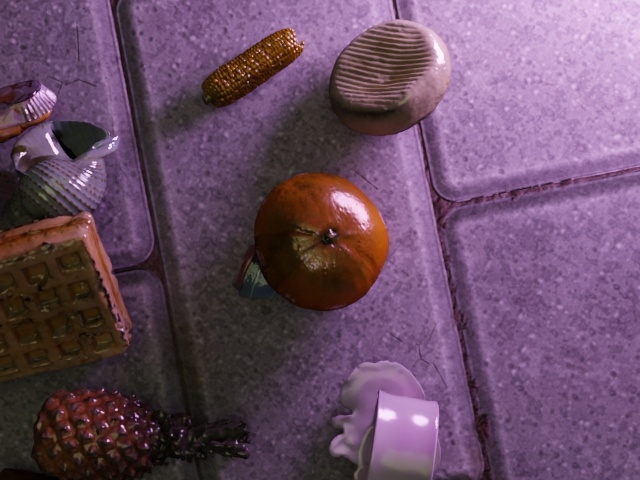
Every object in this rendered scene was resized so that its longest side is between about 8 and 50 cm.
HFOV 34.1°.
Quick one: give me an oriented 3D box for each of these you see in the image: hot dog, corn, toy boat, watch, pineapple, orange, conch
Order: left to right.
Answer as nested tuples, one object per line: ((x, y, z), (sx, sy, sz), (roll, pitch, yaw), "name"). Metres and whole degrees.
((-0.584, -0.212, 1.821), (0.252, 0.131, 0.069), (-20, 129, -3), "hot dog")
((-0.439, -0.109, 1.804), (0.200, 0.131, 0.172), (-31, 54, -34), "conch")
((-0.296, 0.337, 1.763), (0.361, 0.175, 0.175), (4, 87, 1), "pineapple")
((-0.122, -0.304, 1.842), (0.207, 0.068, 0.068), (-34, 87, 0), "corn")
((-0.088, 0.071, 1.839), (0.122, 0.034, 0.096), (25, 93, 0), "toy boat")
((0.000, 0.000, 1.767), (0.240, 0.171, 0.240), (1, 80, -6), "orange")
((0.110, 0.330, 1.727), (0.196, 0.231, 0.244), (9, 90, 3), "watch")

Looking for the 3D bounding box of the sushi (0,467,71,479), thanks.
((-0.465, 0.473, 1.763), (0.287, 0.149, 0.140), (12, 91, -4), "sushi")

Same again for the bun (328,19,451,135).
((0.126, -0.272, 1.817), (0.222, 0.127, 0.222), (-9, 66, 22), "bun")

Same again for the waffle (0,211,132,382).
((-0.526, 0.116, 1.751), (0.376, 0.114, 0.261), (-15, 124, 1), "waffle")

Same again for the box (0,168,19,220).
((-0.574, -0.084, 1.805), (0.043, 0.125, 0.089), (21, 86, 2), "box")
